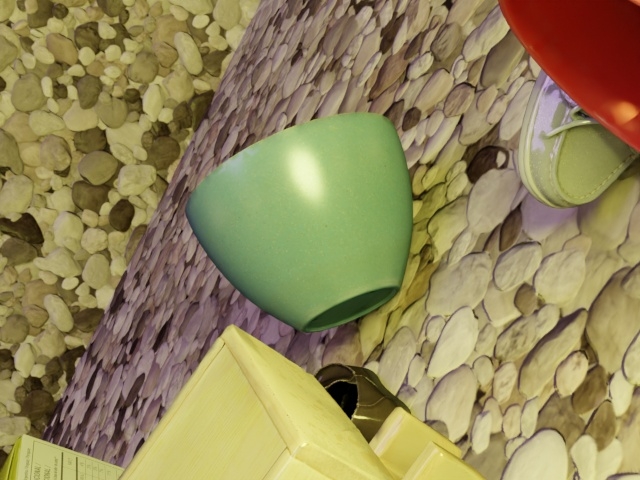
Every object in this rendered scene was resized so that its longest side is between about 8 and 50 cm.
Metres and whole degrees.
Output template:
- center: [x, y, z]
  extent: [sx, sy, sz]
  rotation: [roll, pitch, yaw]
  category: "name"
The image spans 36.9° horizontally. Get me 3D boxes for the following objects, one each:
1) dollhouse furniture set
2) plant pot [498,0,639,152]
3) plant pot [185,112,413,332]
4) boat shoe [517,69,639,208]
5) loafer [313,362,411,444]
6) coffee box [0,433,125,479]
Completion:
- center: [0.044, 0.274, 0.558]
  extent: [0.256, 0.394, 0.362]
  rotation: [-54, 23, 2]
  category: "dollhouse furniture set"
- center: [0.305, -0.201, 0.695]
  extent: [0.243, 0.275, 0.275]
  rotation: [-50, 22, 0]
  category: "plant pot"
- center: [0.000, 0.000, 1.204]
  extent: [0.290, 0.290, 0.196]
  rotation: [-41, 66, 45]
  category: "plant pot"
- center: [0.296, -0.165, 0.862]
  extent: [0.320, 0.118, 0.103]
  rotation: [-53, 24, 5]
  category: "boat shoe"
- center: [0.031, 0.185, 1.133]
  extent: [0.080, 0.078, 0.220]
  rotation: [-67, 22, -5]
  category: "loafer"
- center: [-0.300, 0.509, 1.189]
  extent: [0.338, 0.334, 0.338]
  rotation: [-60, 22, 12]
  category: "coffee box"
